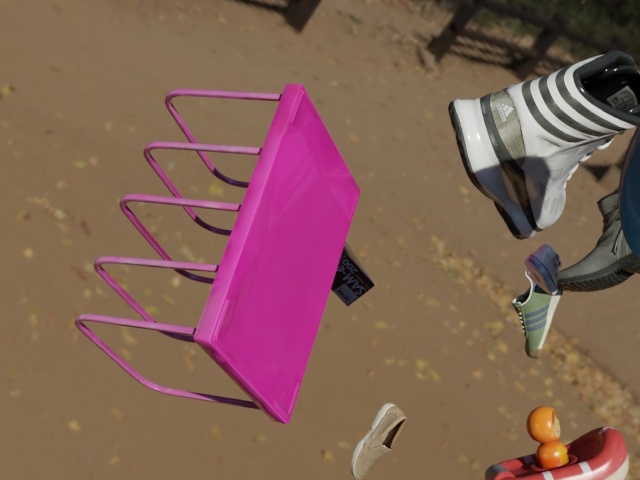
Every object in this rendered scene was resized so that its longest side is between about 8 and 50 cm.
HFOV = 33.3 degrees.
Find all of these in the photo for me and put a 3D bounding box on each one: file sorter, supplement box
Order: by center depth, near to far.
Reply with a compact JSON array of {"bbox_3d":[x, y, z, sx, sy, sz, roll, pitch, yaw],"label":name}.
[{"bbox_3d":[-0.106,0.009,1.132,0.182,0.291,0.202,5,-28,25],"label":"file sorter"},{"bbox_3d":[0.000,0.000,2.049,0.130,0.073,0.239,45,10,-50],"label":"supplement box"}]

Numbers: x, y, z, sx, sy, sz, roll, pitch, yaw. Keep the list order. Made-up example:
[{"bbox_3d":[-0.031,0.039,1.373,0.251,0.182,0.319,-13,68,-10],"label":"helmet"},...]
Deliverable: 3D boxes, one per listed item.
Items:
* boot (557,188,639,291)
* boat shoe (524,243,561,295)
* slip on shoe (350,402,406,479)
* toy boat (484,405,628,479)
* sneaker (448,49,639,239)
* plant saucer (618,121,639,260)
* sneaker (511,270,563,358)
[{"bbox_3d":[0.540,-0.002,2.009,0.083,0.246,0.161,18,60,-43],"label":"boot"},{"bbox_3d":[0.239,0.029,1.125,0.035,0.035,0.100,42,-2,29],"label":"boat shoe"},{"bbox_3d":[0.095,0.328,1.721,0.041,0.135,0.051,32,3,40],"label":"slip on shoe"},{"bbox_3d":[0.372,0.339,1.714,0.151,0.231,0.151,-165,-118,-84],"label":"toy boat"},{"bbox_3d":[0.368,-0.130,1.554,0.447,0.257,0.169,25,49,-66],"label":"sneaker"},{"bbox_3d":[0.426,-0.098,1.054,0.317,0.318,0.044,19,27,-35],"label":"plant saucer"},{"bbox_3d":[0.421,0.141,2.140,0.086,0.192,0.064,15,24,4],"label":"sneaker"}]
